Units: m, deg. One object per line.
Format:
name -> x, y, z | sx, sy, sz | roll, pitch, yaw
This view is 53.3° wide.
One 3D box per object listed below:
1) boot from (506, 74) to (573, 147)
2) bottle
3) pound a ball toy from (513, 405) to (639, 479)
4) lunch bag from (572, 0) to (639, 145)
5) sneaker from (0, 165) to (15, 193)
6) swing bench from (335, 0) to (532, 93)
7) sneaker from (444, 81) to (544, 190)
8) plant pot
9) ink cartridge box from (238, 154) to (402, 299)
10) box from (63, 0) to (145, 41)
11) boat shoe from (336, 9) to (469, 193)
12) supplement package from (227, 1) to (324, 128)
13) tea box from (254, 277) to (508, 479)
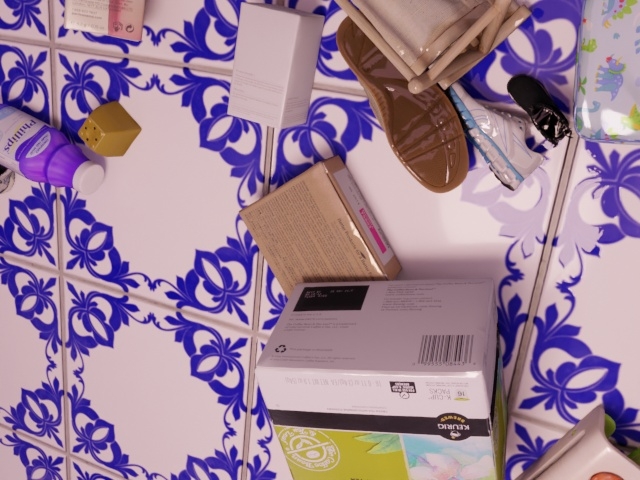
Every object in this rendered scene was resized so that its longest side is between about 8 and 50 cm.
boot -> 0.309, -0.186, 0.903 | 0.121, 0.099, 0.045 | 49, 117, 4
bottle -> -0.571, -0.179, 1.292 | 0.283, 0.118, 0.092 | 27, 159, 15
pound a ball toy -> 0.450, 0.424, 1.011 | 0.208, 0.136, 0.319 | 39, 118, 9
lunch bag -> 0.430, -0.235, 0.840 | 0.176, 0.090, 0.219 | 5, 108, 24
sneaker -> -0.700, -0.149, 1.392 | 0.052, 0.058, 0.135 | 47, 119, 5
swing bench -> 0.126, -0.343, 0.846 | 0.165, 0.255, 0.253 | -43, 86, 25
sneaker -> 0.262, -0.172, 0.958 | 0.083, 0.071, 0.190 | -37, 87, 6
plant pot -> -0.416, -0.211, 1.231 | 0.081, 0.083, 0.081 | 48, 119, 4
ink cartridge box -> 0.000, 0.000, 1.107 | 0.193, 0.088, 0.234 | -27, 94, 28
box -> -0.355, -0.469, 1.065 | 0.127, 0.148, 0.232 | 4, 114, -21
boat shoe -> 0.131, -0.211, 0.980 | 0.109, 0.098, 0.302 | -34, 89, 13
supplement package -> -0.073, -0.286, 1.041 | 0.105, 0.105, 0.179 | 20, 113, 18
tea box -> 0.116, 0.250, 1.009 | 0.329, 0.220, 0.323 | -3, 122, 21
